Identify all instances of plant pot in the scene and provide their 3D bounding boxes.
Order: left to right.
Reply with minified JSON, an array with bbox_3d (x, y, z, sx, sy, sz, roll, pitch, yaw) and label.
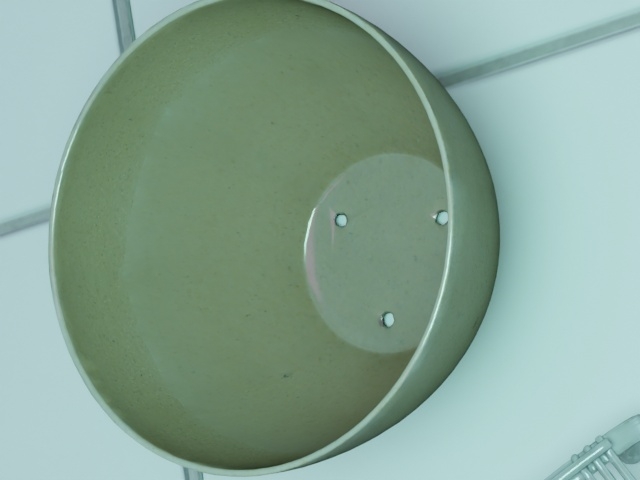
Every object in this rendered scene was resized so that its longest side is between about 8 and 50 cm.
[{"bbox_3d":[0.000,0.000,1.085,0.284,0.191,0.284,-3,85,32],"label":"plant pot"}]

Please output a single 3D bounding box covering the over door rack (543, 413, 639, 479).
[{"bbox_3d":[0.122,0.284,0.993,0.324,0.108,0.239,-34,66,-6],"label":"over door rack"}]
